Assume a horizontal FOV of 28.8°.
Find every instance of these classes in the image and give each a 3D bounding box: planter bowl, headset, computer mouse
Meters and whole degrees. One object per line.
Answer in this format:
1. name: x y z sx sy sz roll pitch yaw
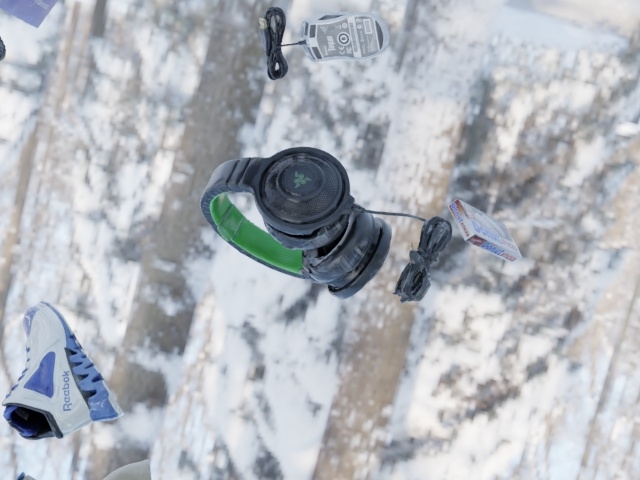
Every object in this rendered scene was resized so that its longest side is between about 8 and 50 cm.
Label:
1. planter bowl: -0.353 0.482 2.242 0.109 0.162 0.162 -6 -169 -9
2. headset: 0.000 0.000 1.702 0.394 0.185 0.243 1 146 37
3. computer mouse: 0.009 -0.284 1.757 0.193 0.106 0.042 -1 -157 20

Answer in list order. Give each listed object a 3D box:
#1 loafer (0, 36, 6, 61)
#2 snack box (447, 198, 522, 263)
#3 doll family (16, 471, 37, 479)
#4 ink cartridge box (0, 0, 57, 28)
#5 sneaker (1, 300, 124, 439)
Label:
1. loafer: -0.590 -0.369 1.989 0.078 0.220 0.080 -29 180 16
2. snack box: 0.249 -0.012 1.877 0.178 0.022 0.064 21 -140 -56
3. doll family: -0.569 0.571 2.394 0.163 0.263 0.118 33 159 2
4. ink cartridge box: -0.302 -0.408 1.586 0.072 0.307 0.303 32 -177 5
5. sneaker: -0.502 0.249 2.246 0.182 0.127 0.315 -31 -136 -16
